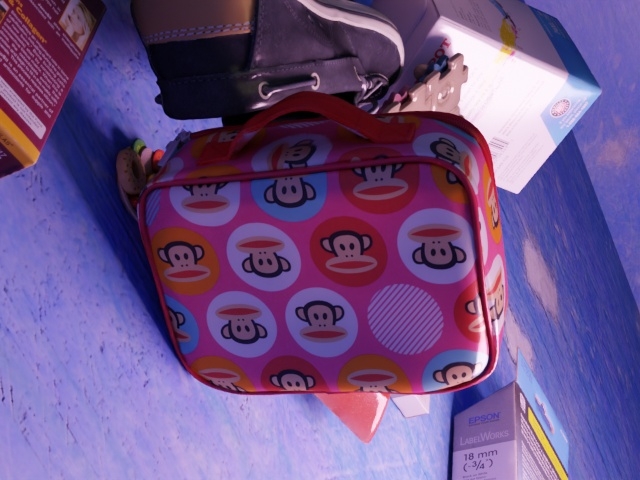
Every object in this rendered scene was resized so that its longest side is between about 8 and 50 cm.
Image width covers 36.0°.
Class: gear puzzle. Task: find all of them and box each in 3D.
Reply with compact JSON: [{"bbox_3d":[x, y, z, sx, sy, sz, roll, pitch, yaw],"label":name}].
[{"bbox_3d":[0.117,-0.081,1.283,0.175,0.044,0.339,-41,147,-32],"label":"gear puzzle"}]

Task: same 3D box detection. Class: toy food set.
[{"bbox_3d":[-0.152,-0.049,0.879,0.083,0.020,0.082,66,25,-13],"label":"toy food set"}]

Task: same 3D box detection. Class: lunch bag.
[{"bbox_3d":[0.000,0.000,0.813,0.120,0.293,0.258,-66,149,-55],"label":"lunch bag"}]

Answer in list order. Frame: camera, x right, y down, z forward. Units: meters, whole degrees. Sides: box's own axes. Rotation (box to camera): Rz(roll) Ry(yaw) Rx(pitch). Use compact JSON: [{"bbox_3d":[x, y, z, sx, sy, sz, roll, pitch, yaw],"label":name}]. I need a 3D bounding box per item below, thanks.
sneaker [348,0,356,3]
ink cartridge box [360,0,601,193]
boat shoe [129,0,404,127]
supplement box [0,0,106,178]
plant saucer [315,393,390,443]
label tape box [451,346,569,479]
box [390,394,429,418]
[{"bbox_3d":[0.128,-0.311,1.481,0.226,0.163,0.086,40,42,-49],"label":"sneaker"},{"bbox_3d":[0.198,-0.231,1.365,0.270,0.198,0.197,18,37,-25],"label":"ink cartridge box"},{"bbox_3d":[-0.035,-0.172,1.017,0.500,0.186,0.156,-8,93,-71],"label":"boat shoe"},{"bbox_3d":[-0.233,-0.138,0.690,0.104,0.080,0.188,53,31,-36],"label":"supplement box"},{"bbox_3d":[0.013,0.046,1.086,0.258,0.047,0.259,49,33,-26],"label":"plant saucer"},{"bbox_3d":[0.284,0.362,1.437,0.241,0.105,0.334,57,27,-32],"label":"label tape box"},{"bbox_3d":[0.089,0.116,1.268,0.186,0.038,0.145,54,30,-34],"label":"box"}]
